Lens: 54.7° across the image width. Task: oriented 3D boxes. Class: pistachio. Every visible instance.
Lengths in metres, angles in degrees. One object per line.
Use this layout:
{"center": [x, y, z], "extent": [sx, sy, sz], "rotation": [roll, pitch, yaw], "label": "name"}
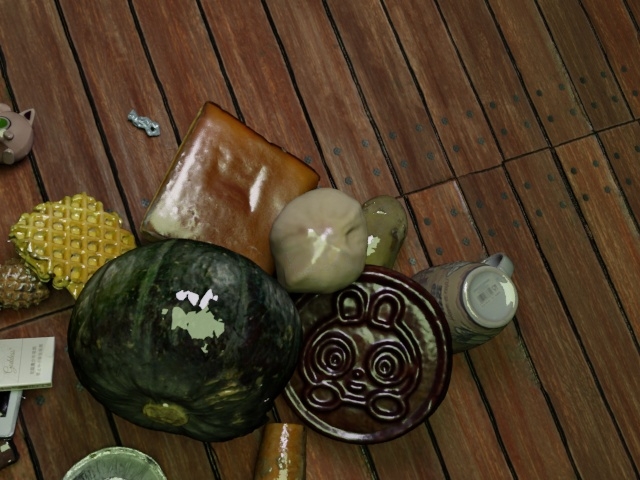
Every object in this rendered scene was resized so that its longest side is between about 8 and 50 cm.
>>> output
{"center": [0.000, 0.000, 1.294], "extent": [0.208, 0.332, 0.226], "rotation": [36, 111, -6], "label": "pistachio"}

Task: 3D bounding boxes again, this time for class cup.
{"center": [0.370, 0.130, 1.471], "extent": [0.301, 0.257, 0.227], "rotation": [-41, 92, -22], "label": "cup"}

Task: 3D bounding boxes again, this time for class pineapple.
{"center": [-0.687, 0.108, 1.271], "extent": [0.237, 0.119, 0.111], "rotation": [-19, 127, -14], "label": "pineapple"}

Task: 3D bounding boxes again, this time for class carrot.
{"center": [-0.092, 0.548, 1.313], "extent": [0.138, 0.139, 0.302], "rotation": [6, 68, -14], "label": "carrot"}

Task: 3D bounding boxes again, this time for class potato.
{"center": [0.117, 0.007, 1.480], "extent": [0.165, 0.165, 0.262], "rotation": [26, 78, -8], "label": "potato"}

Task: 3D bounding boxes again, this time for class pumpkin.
{"center": [-0.252, 0.185, 1.191], "extent": [0.454, 0.454, 0.344], "rotation": [18, 54, -10], "label": "pumpkin"}

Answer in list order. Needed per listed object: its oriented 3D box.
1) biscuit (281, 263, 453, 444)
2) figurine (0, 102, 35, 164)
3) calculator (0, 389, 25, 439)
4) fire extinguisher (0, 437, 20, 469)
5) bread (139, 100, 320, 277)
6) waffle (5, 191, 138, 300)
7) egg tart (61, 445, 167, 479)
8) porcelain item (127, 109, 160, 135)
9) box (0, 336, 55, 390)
{"center": [0.089, 0.252, 1.360], "extent": [0.407, 0.091, 0.407], "rotation": [0, 91, 9], "label": "biscuit"}
{"center": [-0.687, -0.227, 1.338], "extent": [0.125, 0.125, 0.138], "rotation": [8, 62, -13], "label": "figurine"}
{"center": [-0.724, 0.318, 1.216], "extent": [0.261, 0.021, 0.161], "rotation": [3, 49, -15], "label": "calculator"}
{"center": [-0.724, 0.467, 1.191], "extent": [0.267, 0.072, 0.089], "rotation": [-25, 121, -19], "label": "fire extinguisher"}
{"center": [-0.200, -0.089, 1.395], "extent": [0.323, 0.143, 0.333], "rotation": [29, 72, -22], "label": "bread"}
{"center": [-0.512, 0.008, 1.317], "extent": [0.245, 0.052, 0.254], "rotation": [46, 37, 1], "label": "waffle"}
{"center": [-0.419, 0.536, 1.242], "extent": [0.234, 0.094, 0.234], "rotation": [3, 77, -12], "label": "egg tart"}
{"center": [-0.418, -0.278, 1.473], "extent": [0.083, 0.028, 0.036], "rotation": [34, 87, -7], "label": "porcelain item"}
{"center": [-0.649, 0.253, 1.259], "extent": [0.198, 0.029, 0.109], "rotation": [-1, 51, -16], "label": "box"}
